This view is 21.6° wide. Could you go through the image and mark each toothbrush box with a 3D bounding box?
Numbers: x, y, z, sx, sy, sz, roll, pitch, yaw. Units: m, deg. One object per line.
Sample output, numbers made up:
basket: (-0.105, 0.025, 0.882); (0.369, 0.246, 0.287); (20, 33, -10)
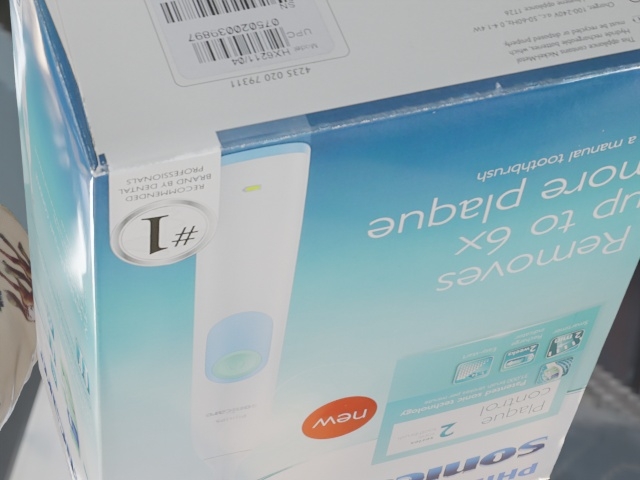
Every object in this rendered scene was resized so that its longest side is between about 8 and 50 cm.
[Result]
toothbrush box: (0.000, 0.000, 0.661); (0.216, 0.126, 0.295); (-12, 147, -16)

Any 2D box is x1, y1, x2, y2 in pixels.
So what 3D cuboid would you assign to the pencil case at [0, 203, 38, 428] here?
pencil case: (-0.306, 0.137, 1.163); (0.160, 0.410, 0.183); (22, 120, -5)
